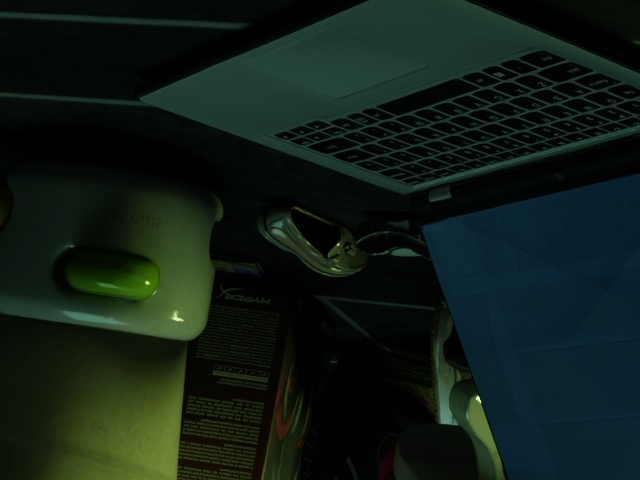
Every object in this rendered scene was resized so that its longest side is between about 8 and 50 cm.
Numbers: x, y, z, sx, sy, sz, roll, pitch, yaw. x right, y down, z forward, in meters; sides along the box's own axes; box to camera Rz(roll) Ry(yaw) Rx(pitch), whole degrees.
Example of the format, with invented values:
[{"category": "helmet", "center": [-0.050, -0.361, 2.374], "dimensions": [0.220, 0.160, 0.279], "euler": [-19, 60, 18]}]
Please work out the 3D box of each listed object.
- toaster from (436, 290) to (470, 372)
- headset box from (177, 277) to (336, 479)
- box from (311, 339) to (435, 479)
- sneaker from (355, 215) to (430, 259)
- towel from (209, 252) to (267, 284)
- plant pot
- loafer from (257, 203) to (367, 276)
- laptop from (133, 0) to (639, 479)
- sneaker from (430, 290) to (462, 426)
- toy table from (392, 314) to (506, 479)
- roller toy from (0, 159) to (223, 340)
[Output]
[{"category": "toaster", "center": [0.197, 0.058, 1.666], "dimensions": [0.147, 0.129, 0.227], "euler": [11, 166, -12]}, {"category": "headset box", "center": [-0.077, 0.205, 2.071], "dimensions": [0.110, 0.293, 0.218], "euler": [7, 168, 14]}, {"category": "box", "center": [0.089, 0.267, 2.210], "dimensions": [0.143, 0.165, 0.270], "euler": [19, -155, -30]}, {"category": "sneaker", "center": [0.086, -0.004, 1.701], "dimensions": [0.109, 0.040, 0.044], "euler": [5, -179, 34]}, {"category": "towel", "center": [-0.087, 0.029, 1.995], "dimensions": [0.060, 0.009, 0.083], "euler": [8, 165, 9]}, {"category": "plant pot", "center": [-0.258, 0.127, 1.889], "dimensions": [0.334, 0.305, 0.334], "euler": [11, 164, 3]}, {"category": "loafer", "center": [0.000, 0.000, 1.756], "dimensions": [0.125, 0.045, 0.039], "euler": [25, 153, -37]}, {"category": "laptop", "center": [0.108, 0.022, 1.371], "dimensions": [0.408, 0.236, 0.382], "euler": [18, 163, -28]}, {"category": "sneaker", "center": [0.197, 0.160, 1.992], "dimensions": [0.153, 0.099, 0.282], "euler": [5, 141, 12]}, {"category": "toy table", "center": [0.193, 0.182, 1.791], "dimensions": [0.274, 0.160, 0.252], "euler": [24, -156, 30]}, {"category": "roller toy", "center": [-0.185, 0.003, 1.687], "dimensions": [0.209, 0.146, 0.191], "euler": [6, 175, 36]}]
